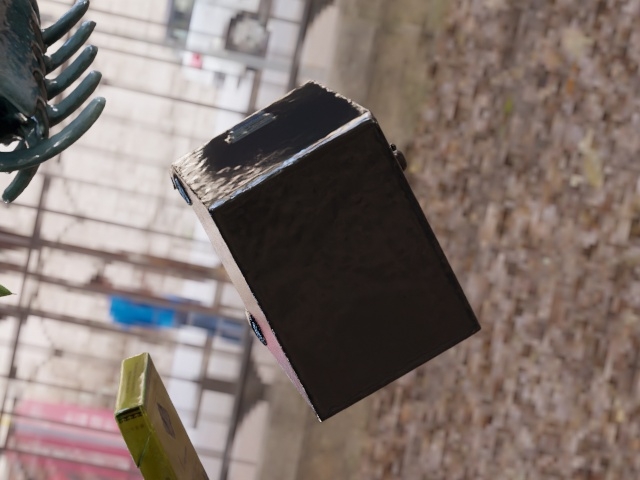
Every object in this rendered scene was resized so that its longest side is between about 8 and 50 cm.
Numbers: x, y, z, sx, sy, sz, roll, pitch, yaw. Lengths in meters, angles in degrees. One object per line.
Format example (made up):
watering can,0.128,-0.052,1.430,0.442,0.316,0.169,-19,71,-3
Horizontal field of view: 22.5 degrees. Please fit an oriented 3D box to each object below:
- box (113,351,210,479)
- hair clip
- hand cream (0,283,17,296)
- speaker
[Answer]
box,-0.160,0.279,1.849,0.153,0.041,0.279,-96,-17,-71
hair clip,-0.390,-0.214,1.781,0.392,0.238,0.318,-47,32,19
hand cream,-0.477,0.051,2.056,0.175,0.095,0.046,27,-109,-61
speaker,0.000,0.000,1.490,0.232,0.184,0.254,63,174,-18
